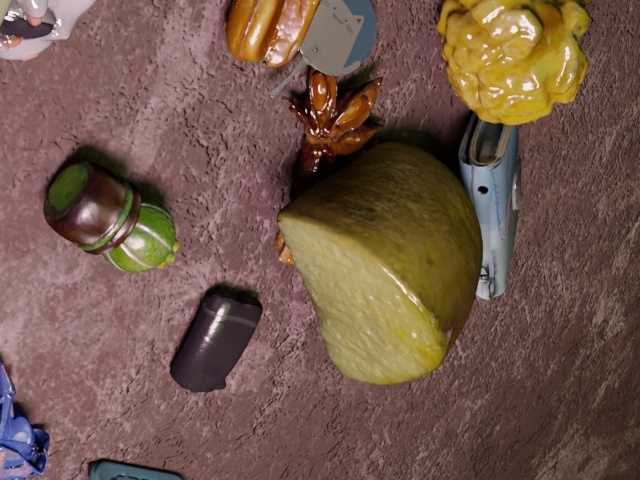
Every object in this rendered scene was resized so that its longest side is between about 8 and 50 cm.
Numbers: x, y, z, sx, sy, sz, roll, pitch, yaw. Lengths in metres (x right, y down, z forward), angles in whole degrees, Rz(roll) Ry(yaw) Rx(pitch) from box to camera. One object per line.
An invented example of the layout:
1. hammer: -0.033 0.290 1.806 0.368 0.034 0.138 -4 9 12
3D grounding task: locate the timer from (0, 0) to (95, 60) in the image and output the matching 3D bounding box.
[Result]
1. timer: -0.298 -0.233 0.671 0.315 0.290 0.291 -5 124 -63

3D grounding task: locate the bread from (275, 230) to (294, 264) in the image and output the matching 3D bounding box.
1. bread: 0.000 0.000 1.177 0.132 0.053 0.074 8 114 -44

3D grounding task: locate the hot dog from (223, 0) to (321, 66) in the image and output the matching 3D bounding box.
1. hot dog: -0.023 -0.315 0.928 0.115 0.072 0.269 15 107 -42

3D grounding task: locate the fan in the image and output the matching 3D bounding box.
1. fan: -0.001 -0.233 1.020 0.175 0.005 0.113 -49 118 -11

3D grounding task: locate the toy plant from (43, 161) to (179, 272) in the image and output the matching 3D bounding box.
1. toy plant: -0.225 -0.019 0.960 0.093 0.093 0.162 -50 136 1

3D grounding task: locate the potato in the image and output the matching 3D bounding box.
1. potato: 0.134 0.020 1.126 0.280 0.212 0.330 -52 142 -31

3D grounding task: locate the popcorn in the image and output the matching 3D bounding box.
1. popcorn: 0.256 -0.269 1.128 0.200 0.226 0.203 -46 -169 46

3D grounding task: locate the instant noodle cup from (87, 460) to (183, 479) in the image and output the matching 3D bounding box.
1. instant noodle cup: -0.260 0.401 1.194 0.070 0.157 0.179 -37 140 21

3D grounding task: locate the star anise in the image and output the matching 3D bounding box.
1. star anise: 0.023 -0.148 1.092 0.157 0.053 0.213 -19 125 -22

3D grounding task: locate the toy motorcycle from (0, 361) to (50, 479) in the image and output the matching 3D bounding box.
1. toy motorcycle: -0.390 0.242 1.029 0.114 0.076 0.205 -33 133 -28

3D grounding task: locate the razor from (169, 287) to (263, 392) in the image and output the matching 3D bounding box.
1. razor: -0.142 0.138 1.160 0.090 0.054 0.148 19 105 -40

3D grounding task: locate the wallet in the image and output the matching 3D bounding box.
1. wallet: 0.254 -0.059 1.267 0.176 0.074 0.251 -66 154 -45
